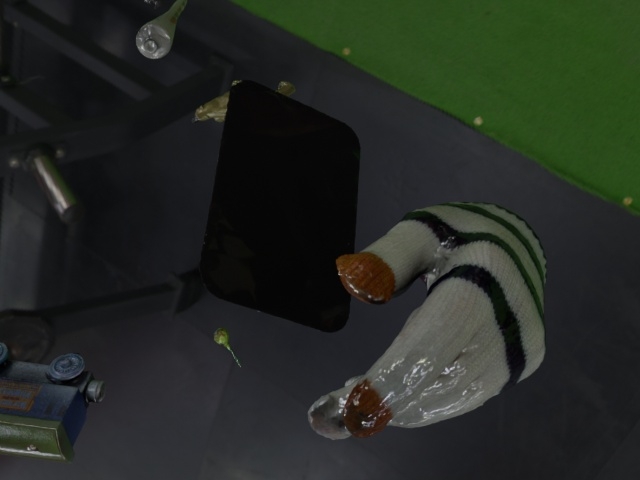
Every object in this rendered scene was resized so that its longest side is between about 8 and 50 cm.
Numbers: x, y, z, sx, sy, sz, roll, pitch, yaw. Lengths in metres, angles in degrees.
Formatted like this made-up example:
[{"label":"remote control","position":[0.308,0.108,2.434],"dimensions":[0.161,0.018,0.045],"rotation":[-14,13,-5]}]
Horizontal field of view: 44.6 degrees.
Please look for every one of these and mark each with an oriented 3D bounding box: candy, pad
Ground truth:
[{"label":"candy","position":[-0.216,0.257,1.858],"dimensions":[0.035,0.035,0.123],"rotation":[-27,119,3]},{"label":"pad","position":[0.019,-0.006,0.842],"dimensions":[0.055,0.249,0.323],"rotation":[-17,145,36]}]

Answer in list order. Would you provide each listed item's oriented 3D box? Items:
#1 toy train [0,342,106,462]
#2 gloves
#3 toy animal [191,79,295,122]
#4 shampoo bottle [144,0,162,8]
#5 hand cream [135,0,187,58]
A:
[{"label":"toy train","position":[-0.583,0.310,1.507],"dimensions":[0.300,0.202,0.131],"rotation":[5,129,9]},{"label":"gloves","position":[0.085,0.060,0.532],"dimensions":[0.132,0.218,0.140],"rotation":[11,122,19]},{"label":"toy animal","position":[-0.168,-0.291,1.708],"dimensions":[0.219,0.101,0.103],"rotation":[3,116,2]},{"label":"shampoo bottle","position":[-0.470,-0.674,2.125],"dimensions":[0.048,0.027,0.137],"rotation":[-53,55,15]},{"label":"hand cream","position":[-0.167,-0.232,0.840],"dimensions":[0.037,0.165,0.057],"rotation":[34,115,-16]}]
